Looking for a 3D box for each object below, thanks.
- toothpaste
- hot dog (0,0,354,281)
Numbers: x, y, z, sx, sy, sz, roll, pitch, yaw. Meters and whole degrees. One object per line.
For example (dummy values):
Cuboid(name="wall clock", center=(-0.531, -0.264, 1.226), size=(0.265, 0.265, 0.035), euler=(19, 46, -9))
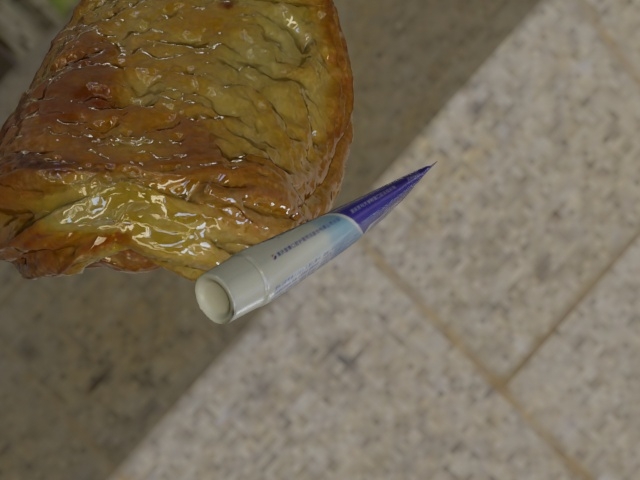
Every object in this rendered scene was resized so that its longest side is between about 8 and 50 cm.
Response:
Cuboid(name="toothpaste", center=(0.000, 0.000, 0.505), size=(0.015, 0.083, 0.024), euler=(52, -41, 10))
Cuboid(name="hot dog", center=(-0.078, -0.046, 0.950), size=(0.175, 0.259, 0.114), euler=(9, -54, 7))
